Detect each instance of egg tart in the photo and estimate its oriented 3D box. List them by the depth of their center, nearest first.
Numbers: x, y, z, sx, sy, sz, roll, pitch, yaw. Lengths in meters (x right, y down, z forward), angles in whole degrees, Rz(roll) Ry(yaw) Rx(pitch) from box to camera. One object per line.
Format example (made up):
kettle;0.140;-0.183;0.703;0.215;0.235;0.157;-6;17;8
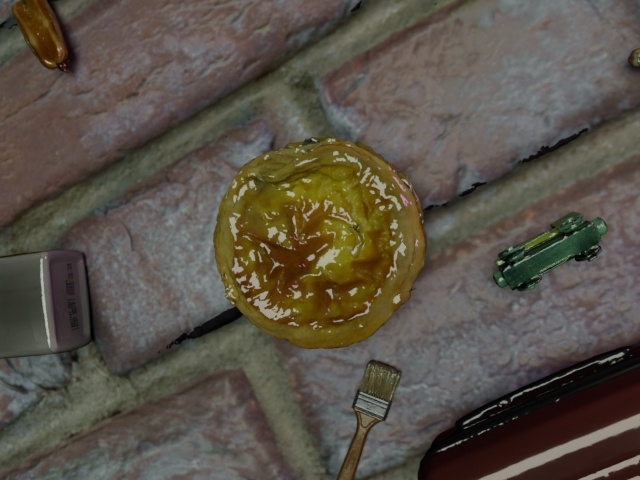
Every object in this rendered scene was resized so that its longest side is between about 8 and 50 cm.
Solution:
egg tart;0.000;0.000;0.673;0.241;0.106;0.241;1;93;12

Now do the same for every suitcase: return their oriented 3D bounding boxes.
suitcase;0.264;0.252;0.580;0.297;0.161;0.236;-28;84;13

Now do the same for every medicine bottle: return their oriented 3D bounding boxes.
medicine bottle;-0.406;0.086;0.780;0.188;0.088;0.132;-7;89;14

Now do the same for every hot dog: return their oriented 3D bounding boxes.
hot dog;-0.367;-0.274;0.797;0.056;0.041;0.133;-33;75;11

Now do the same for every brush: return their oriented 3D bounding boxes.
brush;0.050;0.225;0.710;0.043;0.014;0.170;20;96;11

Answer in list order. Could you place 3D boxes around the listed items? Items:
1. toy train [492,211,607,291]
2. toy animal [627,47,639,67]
toy train;0.235;0.010;0.627;0.122;0.081;0.050;-29;92;13
toy animal;0.382;-0.301;0.594;0.114;0.116;0.255;1;85;-10
